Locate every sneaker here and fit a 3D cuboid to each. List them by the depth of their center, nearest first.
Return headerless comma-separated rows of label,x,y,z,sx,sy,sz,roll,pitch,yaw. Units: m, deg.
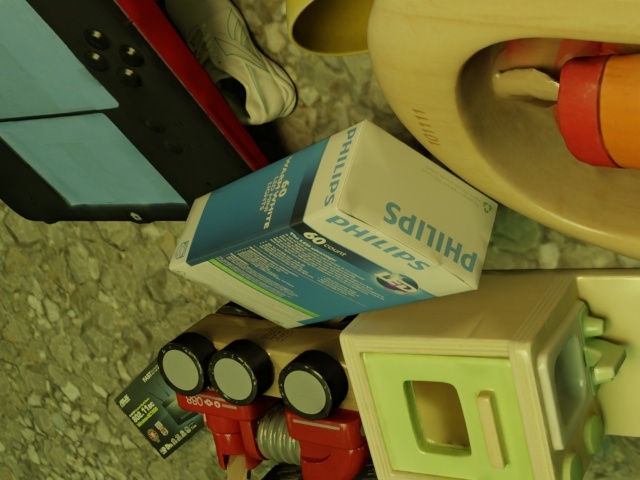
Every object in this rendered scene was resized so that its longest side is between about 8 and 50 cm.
sneaker,-0.087,-0.164,0.867,0.152,0.061,0.054,49,132,4

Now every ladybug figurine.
ladybug figurine,0.238,-0.104,0.577,0.450,0.161,0.305,17,154,36

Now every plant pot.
plant pot,0.031,-0.209,0.735,0.134,0.134,0.095,-26,73,40

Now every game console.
game console,-0.252,-0.127,0.899,0.387,0.060,0.342,1,140,37

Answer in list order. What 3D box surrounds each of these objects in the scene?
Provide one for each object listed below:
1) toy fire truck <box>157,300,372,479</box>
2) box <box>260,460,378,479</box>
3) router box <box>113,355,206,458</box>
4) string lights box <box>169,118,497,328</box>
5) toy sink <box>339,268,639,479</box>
toy fire truck,-0.041,0.202,0.956,0.217,0.158,0.246,4,113,32
box,0.104,0.341,0.996,0.322,0.079,0.257,-14,107,37
router box,-0.167,0.180,1.114,0.092,0.038,0.122,49,130,3
string lights box,0.000,0.000,0.797,0.133,0.076,0.260,30,154,-26
toy sink,0.155,0.119,0.808,0.234,0.131,0.152,-1,113,33
